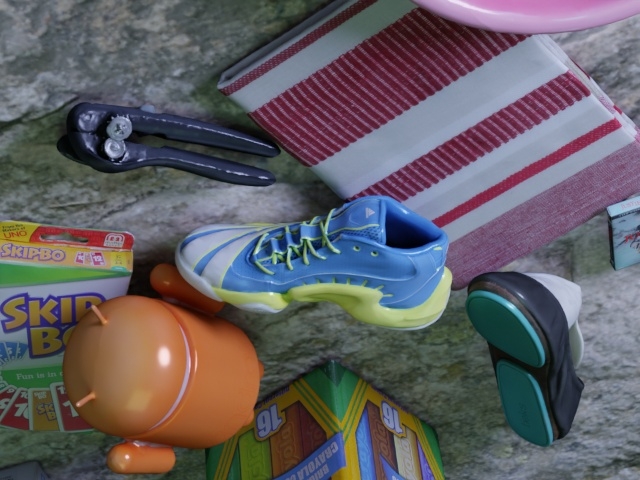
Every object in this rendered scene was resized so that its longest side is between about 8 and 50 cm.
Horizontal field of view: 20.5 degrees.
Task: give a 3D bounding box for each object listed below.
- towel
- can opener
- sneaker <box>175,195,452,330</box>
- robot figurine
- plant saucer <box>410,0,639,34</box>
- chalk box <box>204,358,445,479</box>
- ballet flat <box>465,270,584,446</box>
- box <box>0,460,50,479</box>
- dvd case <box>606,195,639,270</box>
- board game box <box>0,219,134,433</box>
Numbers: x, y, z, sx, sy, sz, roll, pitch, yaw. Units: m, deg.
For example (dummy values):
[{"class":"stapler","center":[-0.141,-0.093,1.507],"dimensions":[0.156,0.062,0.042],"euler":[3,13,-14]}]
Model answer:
[{"class":"towel","center":[0.106,-0.096,1.469],"dimensions":[0.237,0.037,0.329],"euler":[-31,130,26]},{"class":"can opener","center":[-0.121,-0.080,1.451],"dimensions":[0.186,0.073,0.059],"euler":[5,97,-16]},{"class":"sneaker","center":[0.000,0.000,1.504],"dimensions":[0.240,0.091,0.126],"euler":[8,136,-6]},{"class":"robot figurine","center":[-0.140,0.116,1.568],"dimensions":[0.158,0.128,0.219],"euler":[-45,149,16]},{"class":"plant saucer","center":[0.166,-0.296,1.224],"dimensions":[0.332,0.084,0.332],"euler":[-3,134,-3]},{"class":"chalk box","center":[0.014,0.299,1.684],"dimensions":[0.180,0.289,0.179],"euler":[-33,131,25]},{"class":"ballet flat","center":[0.196,0.087,1.633],"dimensions":[0.095,0.096,0.280],"euler":[28,157,27]},{"class":"box","center":[-0.347,0.368,1.882],"dimensions":[0.232,0.058,0.322],"euler":[-14,135,8]},{"class":"dvd case","center":[0.297,-0.014,1.562],"dimensions":[0.087,0.013,0.119],"euler":[-18,152,2]},{"class":"board game box","center":[-0.249,0.084,1.613],"dimensions":[0.124,0.039,0.259],"euler":[5,133,-14]}]
